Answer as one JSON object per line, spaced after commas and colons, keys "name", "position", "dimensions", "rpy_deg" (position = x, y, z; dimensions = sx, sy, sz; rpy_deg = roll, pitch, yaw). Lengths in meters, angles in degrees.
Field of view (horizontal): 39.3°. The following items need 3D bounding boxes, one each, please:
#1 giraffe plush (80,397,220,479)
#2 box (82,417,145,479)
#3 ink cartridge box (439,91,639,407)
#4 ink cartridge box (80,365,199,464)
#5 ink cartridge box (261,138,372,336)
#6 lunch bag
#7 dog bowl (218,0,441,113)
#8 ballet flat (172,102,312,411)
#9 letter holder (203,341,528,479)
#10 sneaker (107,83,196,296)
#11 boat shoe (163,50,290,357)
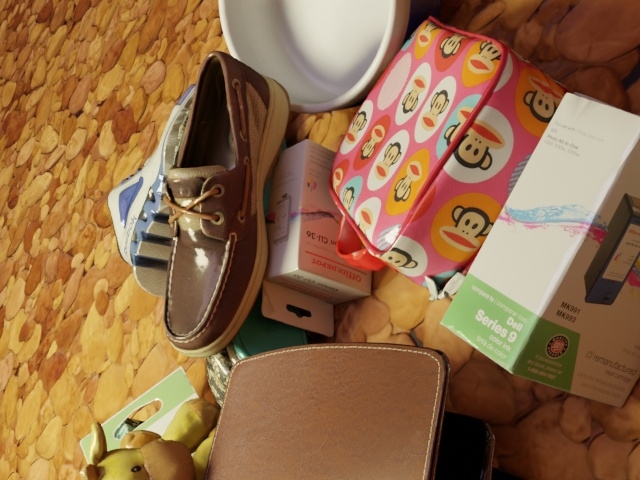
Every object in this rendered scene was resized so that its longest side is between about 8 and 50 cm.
{"name": "giraffe plush", "position": [-0.178, 0.258, 0.941], "dimensions": [0.210, 0.170, 0.181], "rpy_deg": [-45, 63, -11]}
{"name": "box", "position": [-0.248, 0.419, 1.164], "dimensions": [0.232, 0.058, 0.322], "rpy_deg": [-59, 39, 11]}
{"name": "ink cartridge box", "position": [0.218, 0.011, 0.716], "dimensions": [0.093, 0.154, 0.212], "rpy_deg": [34, 99, 52]}
{"name": "ink cartridge box", "position": [-0.188, 0.285, 1.102], "dimensions": [0.171, 0.056, 0.235], "rpy_deg": [-36, 38, -6]}
{"name": "ink cartridge box", "position": [0.000, 0.000, 1.020], "dimensions": [0.067, 0.115, 0.198], "rpy_deg": [-19, 59, 46]}
{"name": "lunch bag", "position": [0.103, -0.077, 0.876], "dimensions": [0.258, 0.120, 0.293], "rpy_deg": [-56, 19, 13]}
{"name": "dog bowl", "position": [0.008, -0.287, 1.064], "dimensions": [0.265, 0.104, 0.264], "rpy_deg": [12, 109, 37]}
{"name": "ballet flat", "position": [-0.118, 0.012, 1.145], "dimensions": [0.182, 0.164, 0.482], "rpy_deg": [125, 143, -47]}
{"name": "letter holder", "position": [0.038, 0.216, 0.842], "dimensions": [0.302, 0.152, 0.214], "rpy_deg": [-11, 62, 48]}
{"name": "sneaker", "position": [-0.239, -0.088, 1.345], "dimensions": [0.182, 0.127, 0.315], "rpy_deg": [20, 90, 51]}
{"name": "boat shoe", "position": [-0.126, -0.047, 0.981], "dimensions": [0.123, 0.123, 0.341], "rpy_deg": [2, 71, 35]}
